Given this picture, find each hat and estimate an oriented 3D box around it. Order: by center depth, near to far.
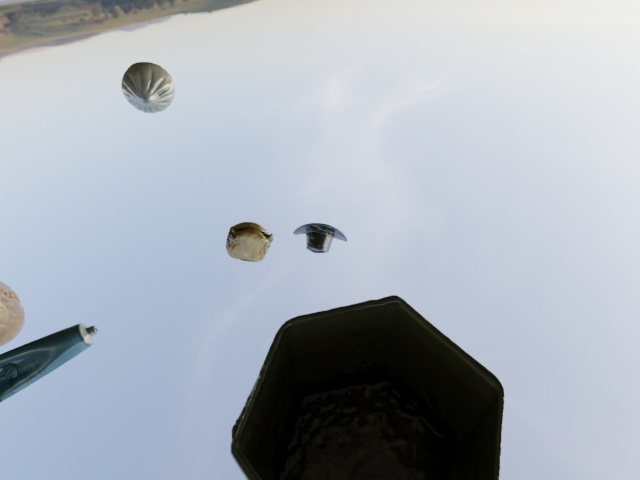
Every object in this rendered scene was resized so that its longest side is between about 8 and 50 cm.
[{"bbox_3d":[0.000,0.000,0.873,0.121,0.050,0.121,8,171,1],"label":"hat"}]

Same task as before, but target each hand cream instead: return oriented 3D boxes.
[{"bbox_3d":[-0.530,0.220,0.791,0.224,0.083,0.048,-28,-172,-11],"label":"hand cream"}]

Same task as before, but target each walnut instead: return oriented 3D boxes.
[{"bbox_3d":[-0.664,0.142,0.819,0.144,0.180,0.144,4,-123,-7],"label":"walnut"}]

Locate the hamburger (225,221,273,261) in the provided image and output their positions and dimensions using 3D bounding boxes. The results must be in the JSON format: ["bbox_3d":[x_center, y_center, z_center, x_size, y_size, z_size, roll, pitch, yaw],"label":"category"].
[{"bbox_3d":[-0.234,0.004,1.386,0.147,0.138,0.083,10,-133,-18],"label":"hamburger"}]

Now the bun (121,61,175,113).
[{"bbox_3d":[-0.460,-0.397,1.128,0.138,0.138,0.094,-12,-132,-6],"label":"bun"}]

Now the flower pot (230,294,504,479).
[{"bbox_3d":[0.044,0.198,0.410,0.209,0.189,0.239,12,-128,14],"label":"flower pot"}]
